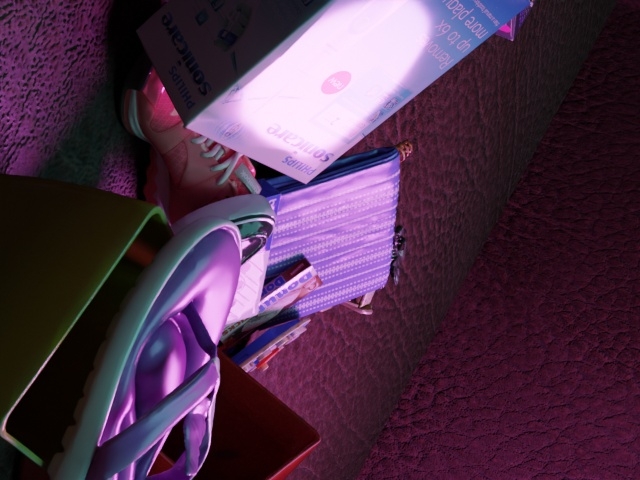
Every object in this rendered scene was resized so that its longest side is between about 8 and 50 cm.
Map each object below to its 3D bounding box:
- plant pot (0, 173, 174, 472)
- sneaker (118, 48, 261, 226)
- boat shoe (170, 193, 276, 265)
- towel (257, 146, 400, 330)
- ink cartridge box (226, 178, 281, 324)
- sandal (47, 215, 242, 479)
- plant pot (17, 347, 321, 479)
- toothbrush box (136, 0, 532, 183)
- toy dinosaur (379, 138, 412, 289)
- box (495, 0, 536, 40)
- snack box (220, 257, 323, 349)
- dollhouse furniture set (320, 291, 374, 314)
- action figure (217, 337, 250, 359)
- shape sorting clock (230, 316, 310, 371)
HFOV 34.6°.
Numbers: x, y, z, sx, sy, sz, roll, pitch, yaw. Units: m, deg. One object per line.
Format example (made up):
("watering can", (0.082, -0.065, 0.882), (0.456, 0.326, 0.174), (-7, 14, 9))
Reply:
("plant pot", (-0.250, 0.063, 0.892), (0.212, 0.187, 0.212), (-58, 162, -21))
("sneaker", (-0.122, -0.103, 1.120), (0.116, 0.136, 0.314), (-55, 160, -31))
("boat shoe", (-0.164, 0.066, 1.080), (0.306, 0.105, 0.113), (-31, 154, -14))
("towel", (0.000, 0.000, 1.563), (0.243, 0.040, 0.336), (-18, 145, -14))
("ink cartridge box", (-0.120, 0.022, 1.394), (0.097, 0.046, 0.207), (-16, 132, -37))
("sandal", (-0.145, 0.181, 0.871), (0.416, 0.102, 0.169), (-64, 163, -2))
("plant pot", (-0.207, 0.275, 1.237), (0.235, 0.267, 0.267), (-56, 166, 18))
("toothbrush box", (0.015, -0.208, 0.958), (0.295, 0.126, 0.216), (-36, 154, 17))
("toy dinosaur", (0.059, -0.036, 1.725), (0.322, 0.164, 0.218), (-35, 140, -6))
("box", (0.326, -0.514, 1.802), (0.270, 0.165, 0.143), (-57, 162, -22))
("snack box", (-0.081, 0.096, 1.558), (0.178, 0.022, 0.064), (-35, 146, -3))
("dollhouse furniture set", (0.067, 0.044, 1.922), (0.161, 0.101, 0.182), (-14, 127, -68))
("action figure", (-0.145, 0.171, 1.613), (0.115, 0.030, 0.038), (-39, 154, -50))
("shape sorting clock", (-0.098, 0.187, 1.623), (0.206, 0.040, 0.206), (-34, 171, -6))
